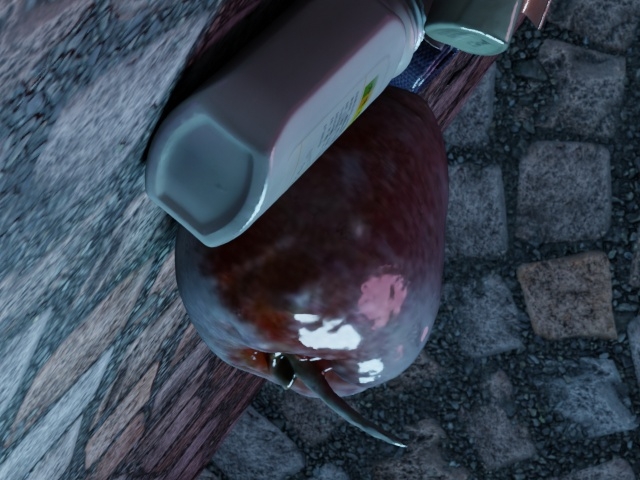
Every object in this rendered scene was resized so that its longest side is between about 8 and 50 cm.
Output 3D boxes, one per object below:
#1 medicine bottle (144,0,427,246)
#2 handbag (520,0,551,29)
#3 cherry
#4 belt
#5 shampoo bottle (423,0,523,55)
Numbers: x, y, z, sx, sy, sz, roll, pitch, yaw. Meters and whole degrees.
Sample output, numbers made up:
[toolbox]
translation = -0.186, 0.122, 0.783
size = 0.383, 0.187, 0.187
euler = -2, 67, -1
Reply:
[medicine bottle]
translation = -0.022, -0.141, 1.756
size = 0.324, 0.124, 0.179
euler = -45, 172, -43
[handbag]
translation = 0.267, -0.375, 2.381
size = 0.212, 0.059, 0.157
euler = -88, -172, -55
[cherry]
translation = 0.000, 0.007, 2.002
size = 0.335, 0.291, 0.326
euler = -67, 168, -45
[belt]
translation = 0.138, -0.258, 2.289
size = 0.230, 0.126, 0.139
euler = -46, 173, -42
[shampoo bottle]
translation = 0.197, -0.357, 1.804
size = 0.134, 0.078, 0.359
euler = -178, -73, -77
